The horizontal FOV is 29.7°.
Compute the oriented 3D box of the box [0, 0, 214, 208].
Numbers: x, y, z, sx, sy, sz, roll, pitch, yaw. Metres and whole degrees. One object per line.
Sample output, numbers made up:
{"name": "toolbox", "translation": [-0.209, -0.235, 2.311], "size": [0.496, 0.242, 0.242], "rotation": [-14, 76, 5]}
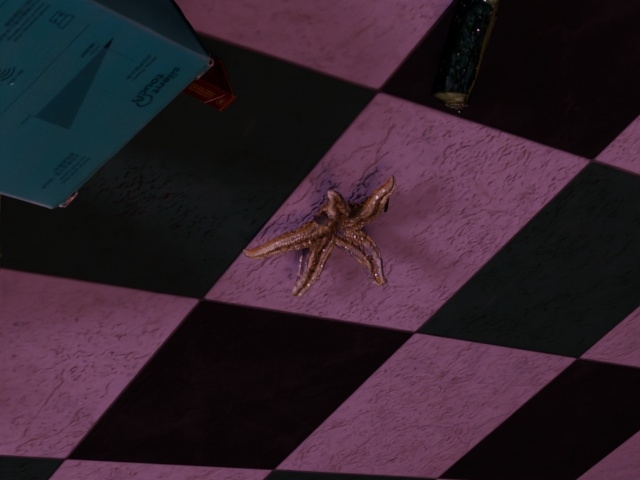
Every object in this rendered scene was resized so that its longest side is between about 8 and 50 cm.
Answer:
{"name": "box", "translation": [-0.258, -0.152, 0.914], "size": [0.205, 0.118, 0.311], "rotation": [-39, 153, 19]}

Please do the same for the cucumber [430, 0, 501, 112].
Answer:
{"name": "cucumber", "translation": [0.145, -0.193, 1.186], "size": [0.046, 0.070, 0.220], "rotation": [13, 138, 2]}

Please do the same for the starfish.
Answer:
{"name": "starfish", "translation": [0.000, 0.000, 1.366], "size": [0.176, 0.053, 0.208], "rotation": [-9, 140, -18]}

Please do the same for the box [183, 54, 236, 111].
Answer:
{"name": "box", "translation": [-0.118, -0.155, 1.098], "size": [0.023, 0.051, 0.082], "rotation": [-38, 142, 25]}
